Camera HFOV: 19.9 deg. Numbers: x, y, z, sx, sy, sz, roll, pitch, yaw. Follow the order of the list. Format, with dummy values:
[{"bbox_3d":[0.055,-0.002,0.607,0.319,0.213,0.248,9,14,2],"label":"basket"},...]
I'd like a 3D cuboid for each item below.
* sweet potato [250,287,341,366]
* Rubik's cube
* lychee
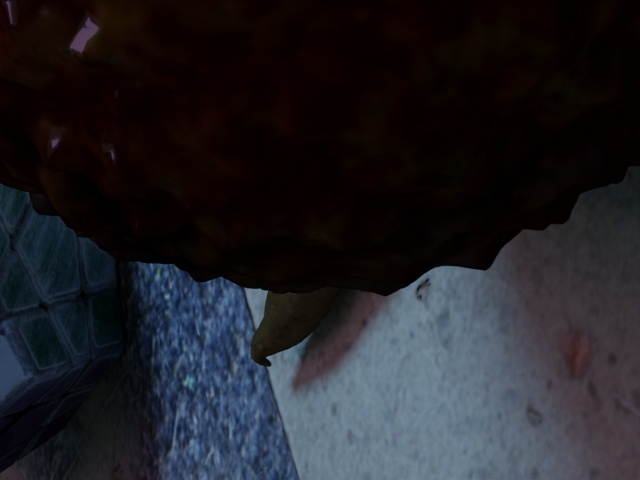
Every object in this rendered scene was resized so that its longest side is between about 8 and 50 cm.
[{"bbox_3d":[0.000,0.000,1.093,0.068,0.060,0.206,-72,5,-61],"label":"sweet potato"},{"bbox_3d":[-0.300,0.041,1.331,0.319,0.264,0.319,-5,84,55],"label":"Rubik's cube"},{"bbox_3d":[-0.026,-0.178,0.789,0.424,0.500,0.424,-14,-90,-84],"label":"lychee"}]
